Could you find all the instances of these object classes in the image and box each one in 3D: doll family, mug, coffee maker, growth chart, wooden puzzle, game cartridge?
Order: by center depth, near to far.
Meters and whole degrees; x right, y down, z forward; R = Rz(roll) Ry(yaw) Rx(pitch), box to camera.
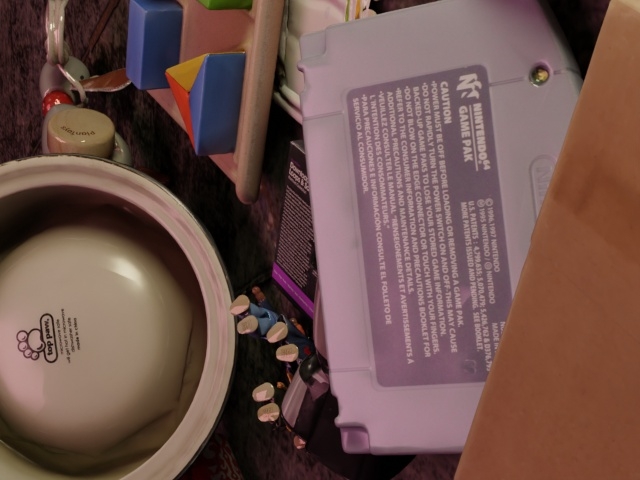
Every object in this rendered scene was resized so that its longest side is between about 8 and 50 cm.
[{"bbox_3d":[0.091,-0.009,0.645,0.196,0.060,0.294,-7,88,29],"label":"game cartridge"},{"bbox_3d":[0.053,0.104,0.776,0.171,0.120,0.178,48,138,43],"label":"coffee maker"},{"bbox_3d":[0.006,-0.196,0.870,0.172,0.021,0.237,49,138,42],"label":"growth chart"},{"bbox_3d":[-0.026,0.128,0.957,0.076,0.111,0.192,-20,71,22],"label":"doll family"},{"bbox_3d":[-0.136,-0.250,1.018,0.348,0.081,0.322,50,139,48],"label":"wooden puzzle"},{"bbox_3d":[-0.125,0.312,1.160,0.150,0.113,0.169,104,148,-47],"label":"mug"}]

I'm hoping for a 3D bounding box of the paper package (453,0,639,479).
[{"bbox_3d":[0.240,0.089,0.400,0.325,0.168,0.309,47,135,45],"label":"paper package"}]

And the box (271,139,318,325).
[{"bbox_3d":[0.000,0.000,0.931,0.116,0.029,0.162,44,136,45],"label":"box"}]

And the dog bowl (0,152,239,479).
[{"bbox_3d":[-0.278,0.112,1.117,0.150,0.408,0.407,36,-139,-82],"label":"dog bowl"}]

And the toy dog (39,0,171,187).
[{"bbox_3d":[-0.293,-0.149,1.322,0.220,0.161,0.333,121,146,-53],"label":"toy dog"}]
